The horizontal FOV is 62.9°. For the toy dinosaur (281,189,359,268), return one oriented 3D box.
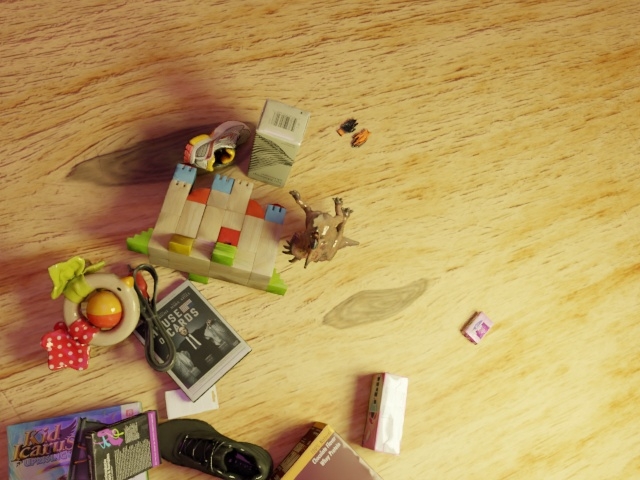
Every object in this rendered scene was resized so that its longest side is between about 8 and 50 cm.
[{"bbox_3d":[0.000,0.000,1.306,0.127,0.296,0.200,-2,68,25],"label":"toy dinosaur"}]

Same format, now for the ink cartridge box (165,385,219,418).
[{"bbox_3d":[-0.299,0.373,1.219,0.115,0.029,0.062,-7,75,-15],"label":"ink cartridge box"}]

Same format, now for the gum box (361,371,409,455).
[{"bbox_3d":[0.156,0.410,1.263,0.062,0.107,0.188,14,71,-8],"label":"gum box"}]

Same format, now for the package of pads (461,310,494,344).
[{"bbox_3d":[0.426,0.236,1.413,0.050,0.032,0.083,45,70,5],"label":"package of pads"}]

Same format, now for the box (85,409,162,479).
[{"bbox_3d":[-0.398,0.425,1.066,0.029,0.162,0.115,-8,86,29],"label":"box"}]

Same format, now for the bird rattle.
[{"bbox_3d":[-0.503,0.160,1.143,0.207,0.143,0.253,0,87,2],"label":"bird rattle"}]

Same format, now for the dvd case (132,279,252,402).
[{"bbox_3d":[-0.308,0.233,1.241,0.179,0.029,0.239,-41,78,-20],"label":"dvd case"}]

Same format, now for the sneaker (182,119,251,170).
[{"bbox_3d":[-0.249,-0.237,1.350,0.093,0.088,0.225,32,44,12],"label":"sneaker"}]

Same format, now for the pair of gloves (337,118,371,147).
[{"bbox_3d":[0.098,-0.310,1.517,0.083,0.010,0.074,43,71,5],"label":"pair of gloves"}]

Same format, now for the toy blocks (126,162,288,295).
[{"bbox_3d":[-0.241,-0.041,1.293,0.382,0.190,0.260,15,60,-8],"label":"toy blocks"}]

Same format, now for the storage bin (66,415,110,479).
[{"bbox_3d":[-0.460,0.434,1.072,0.091,0.098,0.135,10,71,-20],"label":"storage bin"}]

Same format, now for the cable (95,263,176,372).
[{"bbox_3d":[-0.405,0.170,1.224,0.140,0.072,0.287,-34,77,-26],"label":"cable"}]

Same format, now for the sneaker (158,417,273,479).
[{"bbox_3d":[-0.241,0.459,1.145,0.287,0.130,0.109,14,70,2],"label":"sneaker"}]

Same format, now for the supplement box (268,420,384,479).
[{"bbox_3d":[0.010,0.550,1.178,0.194,0.129,0.191,44,70,3],"label":"supplement box"}]

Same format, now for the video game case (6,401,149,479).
[{"bbox_3d":[-0.513,0.494,1.120,0.270,0.061,0.244,-7,74,-14],"label":"video game case"}]

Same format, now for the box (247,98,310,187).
[{"bbox_3d":[-0.111,-0.233,1.308,0.113,0.275,0.094,17,71,-6],"label":"box"}]
